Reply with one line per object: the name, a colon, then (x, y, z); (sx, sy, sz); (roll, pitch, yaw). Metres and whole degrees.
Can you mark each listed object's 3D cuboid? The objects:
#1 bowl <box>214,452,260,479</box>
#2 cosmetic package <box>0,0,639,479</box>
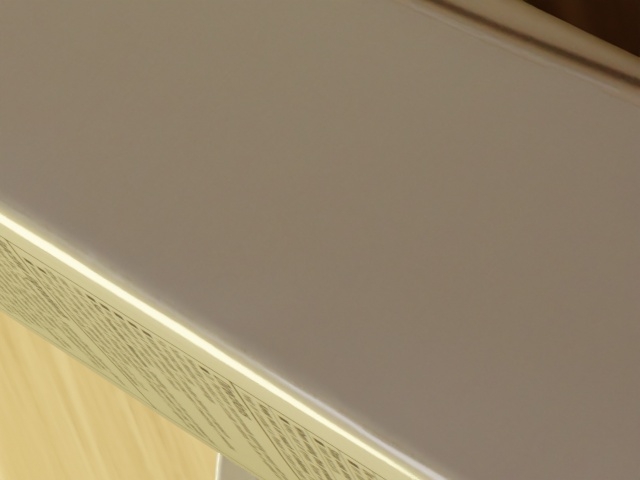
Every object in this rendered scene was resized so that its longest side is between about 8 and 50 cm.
bowl: (0.033, 0.103, 0.636); (0.142, 0.053, 0.142); (28, 137, 25)
cosmetic package: (0.000, 0.000, 0.498); (0.309, 0.113, 0.160); (29, 166, 22)
